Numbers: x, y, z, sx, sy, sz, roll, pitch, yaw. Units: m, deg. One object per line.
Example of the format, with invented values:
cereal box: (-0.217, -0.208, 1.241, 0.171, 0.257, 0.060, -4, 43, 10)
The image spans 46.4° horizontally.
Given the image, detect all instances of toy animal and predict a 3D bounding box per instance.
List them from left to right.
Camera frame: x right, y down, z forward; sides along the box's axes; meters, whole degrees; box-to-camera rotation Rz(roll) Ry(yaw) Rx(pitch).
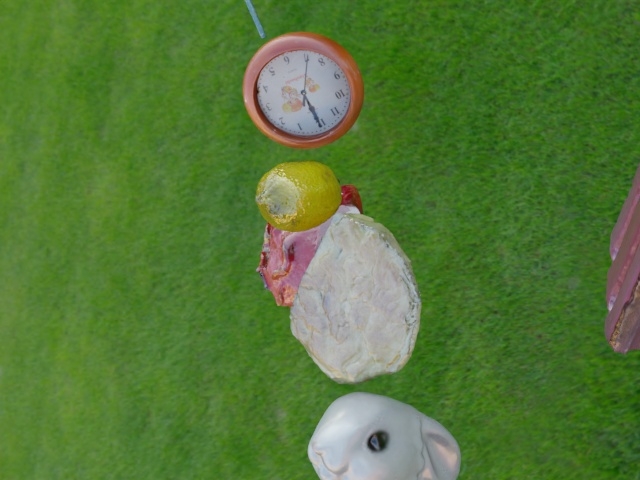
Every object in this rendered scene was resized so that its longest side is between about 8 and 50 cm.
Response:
toy animal: (0.096, 0.350, 0.936, 0.194, 0.258, 0.357, -153, 54, -67)

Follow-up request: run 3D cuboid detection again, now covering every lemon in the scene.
lemon: (-0.026, -0.049, 0.829, 0.082, 0.111, 0.082, 21, 119, 43)

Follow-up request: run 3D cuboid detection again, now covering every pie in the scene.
pie: (0.044, 0.083, 0.923, 0.185, 0.052, 0.218, 43, 120, 35)

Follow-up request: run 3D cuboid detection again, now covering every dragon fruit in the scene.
dragon fruit: (0.000, 0.000, 1.202, 0.189, 0.163, 0.261, -30, 52, 47)

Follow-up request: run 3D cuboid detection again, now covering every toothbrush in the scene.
toothbrush: (-0.134, -0.439, 1.333, 0.011, 0.014, 0.167, -21, 113, 9)

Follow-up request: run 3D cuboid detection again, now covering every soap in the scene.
soap: (0.450, -0.045, 0.908, 0.128, 0.233, 0.359, 11, 138, 12)

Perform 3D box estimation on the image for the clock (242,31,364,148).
clock: (-0.029, -0.250, 1.258, 0.205, 0.205, 0.051, -48, 18, 29)
